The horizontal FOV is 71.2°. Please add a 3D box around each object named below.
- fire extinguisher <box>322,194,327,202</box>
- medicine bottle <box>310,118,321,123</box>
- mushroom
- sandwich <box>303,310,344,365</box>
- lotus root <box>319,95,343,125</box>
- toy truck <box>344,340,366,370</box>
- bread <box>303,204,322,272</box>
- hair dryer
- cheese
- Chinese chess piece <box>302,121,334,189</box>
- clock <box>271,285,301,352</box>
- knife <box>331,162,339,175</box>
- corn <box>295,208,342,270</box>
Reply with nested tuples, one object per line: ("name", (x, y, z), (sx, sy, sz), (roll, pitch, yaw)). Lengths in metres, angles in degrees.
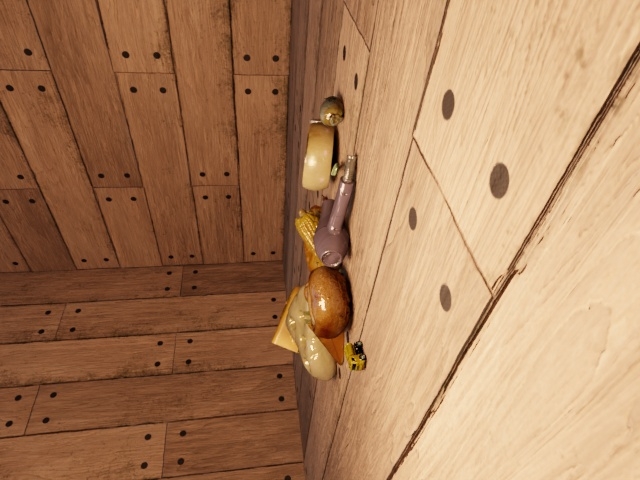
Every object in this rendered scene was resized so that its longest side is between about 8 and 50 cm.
("fire extinguisher", (0.020, -0.164, 1.842), (0.028, 0.022, 0.083), (51, -168, -30))
("medicine bottle", (-0.011, -0.406, 1.851), (0.119, 0.070, 0.183), (-107, 18, -66))
("mushroom", (0.023, 0.208, 1.499), (0.253, 0.154, 0.252), (174, 90, -89))
("sandwich", (0.009, 0.367, 1.668), (0.117, 0.144, 0.187), (-115, 24, -73))
("lotus root", (0.037, -0.442, 1.510), (0.165, 0.088, 0.088), (-88, 2, -51))
("toy truck", (0.104, 0.349, 1.338), (0.083, 0.054, 0.049), (-104, 15, -50))
("bread", (0.000, 0.000, 1.802), (0.210, 0.099, 0.235), (-104, 20, -44))
("hair dryer", (0.064, -0.125, 1.443), (0.301, 0.121, 0.361), (-90, 13, -50))
("cheese", (-0.022, 0.354, 1.809), (0.351, 0.130, 0.328), (57, 145, 42))
("Chinese chess piece", (-0.008, -0.307, 1.643), (0.251, 0.097, 0.250), (-174, 90, -88))
("clock", (-0.103, 0.372, 2.141), (0.244, 0.201, 0.316), (129, 157, -76))
("knife", (0.050, -0.245, 1.536), (0.293, 0.020, 0.043), (-87, 21, -79))
("corn", (-0.007, 0.001, 1.617), (0.261, 0.097, 0.097), (60, 166, 7))
